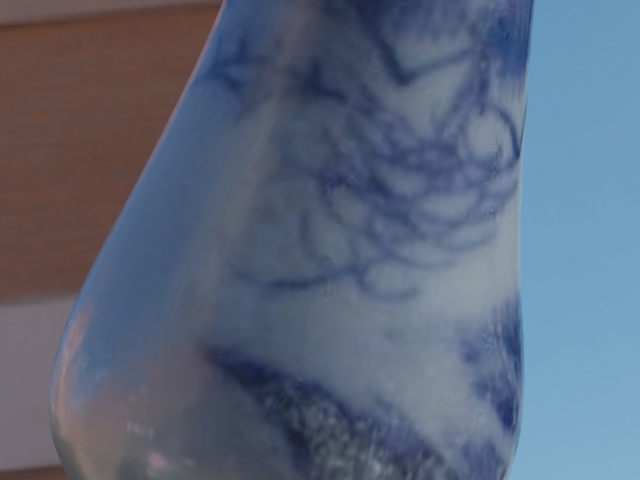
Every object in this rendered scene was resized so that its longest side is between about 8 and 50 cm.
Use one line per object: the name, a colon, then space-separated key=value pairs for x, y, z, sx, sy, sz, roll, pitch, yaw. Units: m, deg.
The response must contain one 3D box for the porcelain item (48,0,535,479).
porcelain item: x=0.000 y=0.000 z=0.543 sx=0.141 sy=0.259 sz=0.141 roll=12 pitch=8 yaw=-2
